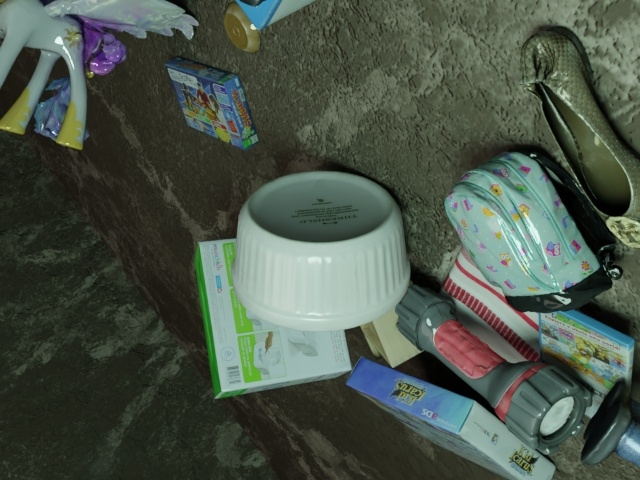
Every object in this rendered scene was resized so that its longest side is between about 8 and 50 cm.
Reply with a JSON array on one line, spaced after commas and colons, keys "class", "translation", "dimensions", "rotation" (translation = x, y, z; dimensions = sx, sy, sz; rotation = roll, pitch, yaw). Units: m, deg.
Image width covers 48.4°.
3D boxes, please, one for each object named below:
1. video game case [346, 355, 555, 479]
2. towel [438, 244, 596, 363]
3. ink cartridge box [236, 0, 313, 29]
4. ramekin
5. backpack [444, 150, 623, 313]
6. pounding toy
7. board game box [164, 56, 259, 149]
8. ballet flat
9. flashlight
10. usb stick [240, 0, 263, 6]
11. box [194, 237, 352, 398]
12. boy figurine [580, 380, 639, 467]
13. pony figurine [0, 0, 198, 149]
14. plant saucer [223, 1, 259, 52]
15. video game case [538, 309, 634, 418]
[{"class": "video game case", "translation": [0.210, 0.299, 1.171], "dimensions": [0.244, 0.061, 0.269], "rotation": [39, 164, -32]}, {"class": "towel", "translation": [0.261, 0.143, 1.021], "dimensions": [0.237, 0.037, 0.329], "rotation": [44, 153, 21]}, {"class": "ink cartridge box", "translation": [-0.079, -0.460, 0.691], "dimensions": [0.395, 0.166, 0.285], "rotation": [53, 154, -1]}, {"class": "ramekin", "translation": [0.000, 0.000, 1.041], "dimensions": [0.273, 0.273, 0.127], "rotation": [31, 134, 40]}, {"class": "backpack", "translation": [0.227, -0.009, 0.799], "dimensions": [0.182, 0.115, 0.152], "rotation": [60, 157, -6]}, {"class": "pounding toy", "translation": [0.107, 0.116, 1.195], "dimensions": [0.181, 0.094, 0.206], "rotation": [66, 171, -27]}, {"class": "board game box", "translation": [-0.202, -0.255, 1.314], "dimensions": [0.201, 0.035, 0.136], "rotation": [28, 145, 43]}, {"class": "ballet flat", "translation": [0.264, -0.089, 0.699], "dimensions": [0.249, 0.058, 0.084], "rotation": [59, 155, -11]}, {"class": "flashlight", "translation": [0.212, 0.154, 0.951], "dimensions": [0.103, 0.103, 0.304], "rotation": [26, -171, -39]}, {"class": "usb stick", "translation": [-0.050, -0.313, 0.592], "dimensions": [0.077, 0.045, 0.278], "rotation": [40, 152, 7]}, {"class": "box", "translation": [-0.088, 0.126, 1.258], "dimensions": [0.127, 0.231, 0.262], "rotation": [129, 131, -67]}, {"class": "boy figurine", "translation": [0.430, 0.258, 0.754], "dimensions": [0.285, 0.177, 0.092], "rotation": [29, 111, 11]}, {"class": "pony figurine", "translation": [-0.429, -0.345, 1.170], "dimensions": [0.303, 0.363, 0.351], "rotation": [13, 178, 37]}, {"class": "plant saucer", "translation": [-0.127, -0.330, 1.116], "dimensions": [0.083, 0.015, 0.083], "rotation": [40, 151, 28]}, {"class": "video game case", "translation": [0.320, 0.153, 0.866], "dimensions": [0.119, 0.015, 0.166], "rotation": [31, 147, 44]}]
